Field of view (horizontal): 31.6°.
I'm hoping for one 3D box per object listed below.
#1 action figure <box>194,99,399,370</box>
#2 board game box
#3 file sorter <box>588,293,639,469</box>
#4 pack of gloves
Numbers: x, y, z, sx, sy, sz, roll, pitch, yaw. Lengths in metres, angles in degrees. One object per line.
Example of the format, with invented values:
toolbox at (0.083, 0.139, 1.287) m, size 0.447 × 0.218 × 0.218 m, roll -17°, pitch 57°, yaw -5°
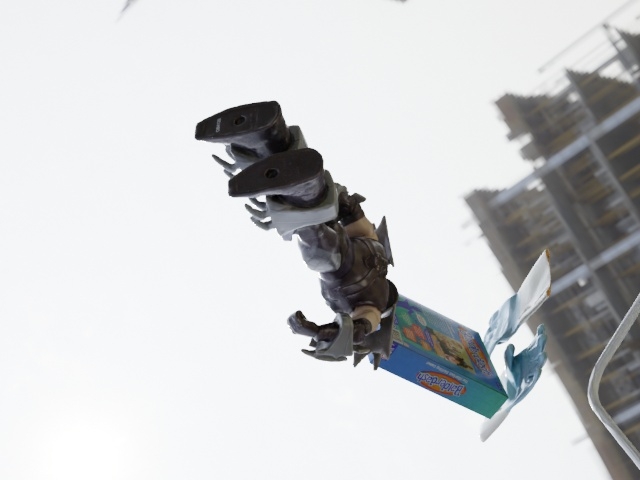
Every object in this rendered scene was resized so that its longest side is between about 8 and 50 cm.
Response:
action figure at (0.000, 0.000, 0.985) m, size 0.285 × 0.099 × 0.185 m, roll 56°, pitch -164°, yaw -48°
board game box at (0.149, 0.149, 1.577) m, size 0.210 × 0.047 × 0.160 m, roll 27°, pitch -158°, yaw -22°
file sorter at (0.369, 0.123, 0.812) m, size 0.277 × 0.193 × 0.173 m, roll 25°, pitch -166°, yaw -15°
pack of gloves at (0.260, 0.148, 1.611) m, size 0.046 × 0.232 × 0.195 m, roll 13°, pitch -128°, yaw -10°
